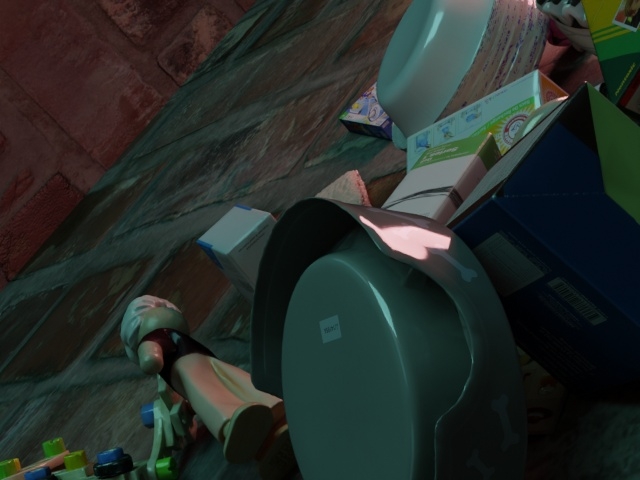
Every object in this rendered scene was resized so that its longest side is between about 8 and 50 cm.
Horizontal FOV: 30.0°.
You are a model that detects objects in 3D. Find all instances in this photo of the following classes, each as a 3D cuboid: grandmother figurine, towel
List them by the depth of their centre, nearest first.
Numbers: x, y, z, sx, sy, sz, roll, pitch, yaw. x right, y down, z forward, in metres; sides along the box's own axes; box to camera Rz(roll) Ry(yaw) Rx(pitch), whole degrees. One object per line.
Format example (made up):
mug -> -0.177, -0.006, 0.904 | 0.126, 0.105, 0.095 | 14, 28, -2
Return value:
grandmother figurine -> -0.142, 0.164, 1.450 | 0.104, 0.208, 0.342 | -47, 41, -7
towel -> 0.000, 0.000, 1.765 | 0.187, 0.049, 0.282 | -37, 19, 11

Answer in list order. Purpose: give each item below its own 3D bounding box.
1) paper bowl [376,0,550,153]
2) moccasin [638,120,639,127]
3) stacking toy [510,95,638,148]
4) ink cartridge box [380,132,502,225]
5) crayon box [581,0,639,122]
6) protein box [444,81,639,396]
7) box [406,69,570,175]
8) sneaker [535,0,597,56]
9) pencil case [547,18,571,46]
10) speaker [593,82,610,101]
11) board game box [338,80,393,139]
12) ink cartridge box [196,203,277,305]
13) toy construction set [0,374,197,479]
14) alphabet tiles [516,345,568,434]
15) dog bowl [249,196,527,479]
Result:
paper bowl -> 0.181, -0.248, 1.658 | 0.284, 0.148, 0.284 | -59, 16, 29
moccasin -> 0.388, -0.067, 0.932 | 0.117, 0.137, 0.342 | -25, 15, -19
stacking toy -> 0.314, -0.045, 1.162 | 0.141, 0.141, 0.330 | -43, 25, -2
ink cartridge box -> 0.132, 0.015, 1.223 | 0.093, 0.160, 0.219 | -11, 25, 36
crayon box -> 0.397, -0.319, 1.164 | 0.313, 0.106, 0.363 | -82, 17, -59
protein box -> 0.222, 0.009, 1.015 | 0.136, 0.200, 0.201 | -49, 0, -18
box -> 0.213, -0.098, 1.425 | 0.203, 0.114, 0.103 | -26, 49, 37
sneaker -> 0.403, -0.264, 1.480 | 0.110, 0.118, 0.292 | -45, 39, -11
pencil case -> 0.329, -0.379, 1.696 | 0.095, 0.209, 0.098 | -24, 12, -13
speaker -> 0.303, -0.142, 1.477 | 0.136, 0.055, 0.055 | -26, 25, 38
board game box -> 0.121, -0.237, 2.047 | 0.136, 0.035, 0.201 | -45, 20, -8
ink cartridge box -> -0.058, 0.053, 1.546 | 0.082, 0.190, 0.140 | -45, 20, -11
toy construction set -> -0.290, 0.303, 1.561 | 0.328, 0.151, 0.215 | -30, -3, 11
alphabet tiles -> 0.140, 0.149, 1.181 | 0.237, 0.009, 0.198 | -10, 35, 38
dog bowl -> 0.050, 0.132, 1.024 | 0.102, 0.348, 0.349 | -5, 4, -26
